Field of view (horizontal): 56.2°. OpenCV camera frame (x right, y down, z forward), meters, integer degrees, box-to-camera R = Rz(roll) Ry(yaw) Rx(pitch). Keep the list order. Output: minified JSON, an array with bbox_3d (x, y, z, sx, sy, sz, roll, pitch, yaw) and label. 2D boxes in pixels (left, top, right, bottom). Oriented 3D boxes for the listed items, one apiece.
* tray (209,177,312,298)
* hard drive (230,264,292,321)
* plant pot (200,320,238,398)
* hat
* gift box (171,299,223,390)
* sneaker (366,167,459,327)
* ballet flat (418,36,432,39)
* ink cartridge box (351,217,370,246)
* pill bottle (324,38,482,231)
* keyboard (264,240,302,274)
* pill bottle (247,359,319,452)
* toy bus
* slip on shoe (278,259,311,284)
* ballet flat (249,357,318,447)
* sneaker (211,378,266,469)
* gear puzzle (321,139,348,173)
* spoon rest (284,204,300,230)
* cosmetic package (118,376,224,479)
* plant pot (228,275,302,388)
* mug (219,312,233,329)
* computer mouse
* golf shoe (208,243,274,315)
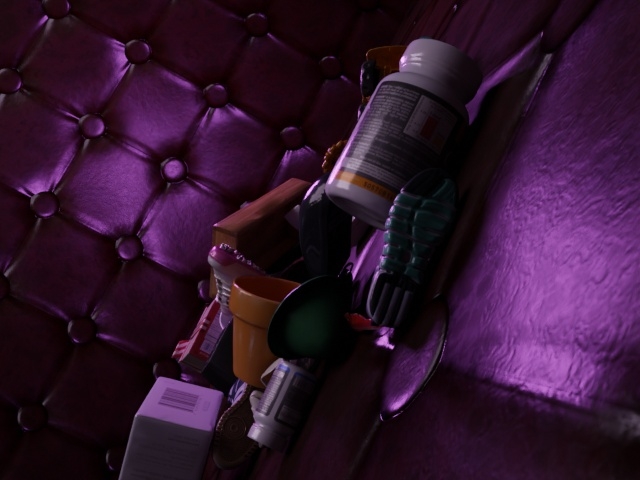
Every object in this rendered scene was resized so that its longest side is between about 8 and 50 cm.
[{"bbox_3d":[-0.153,-0.012,1.616,0.411,0.076,0.203,-42,-35,-57],"label":"tray"},{"bbox_3d":[-0.173,0.207,1.824,0.237,0.064,0.339,78,-147,-57],"label":"hard drive"},{"bbox_3d":[-0.202,0.314,1.553,0.187,0.167,0.188,-65,6,-29],"label":"plant pot"},{"bbox_3d":[0.031,0.170,0.950,0.173,0.183,0.208,-48,-38,-2],"label":"hat"},{"bbox_3d":[-0.363,0.382,2.127,0.276,0.255,0.258,-61,8,-25],"label":"gift box"},{"bbox_3d":[0.110,0.009,0.800,0.224,0.083,0.098,-64,2,-13],"label":"sneaker"},{"bbox_3d":[0.275,-0.474,1.636,0.073,0.080,0.232,85,-158,-44],"label":"ballet flat"},{"bbox_3d":[0.060,-0.067,1.342,0.099,0.056,0.135,-56,40,37],"label":"ink cartridge box"},{"bbox_3d":[0.135,-0.159,0.940,0.278,0.162,0.162,-62,7,-5],"label":"pill bottle"},{"bbox_3d":[0.000,-0.013,1.569,0.317,0.033,0.201,-38,-5,29],"label":"keyboard"},{"bbox_3d":[-0.064,0.280,1.012,0.137,0.078,0.078,-63,7,-17],"label":"pill bottle"},{"bbox_3d":[0.162,-0.272,1.295,0.211,0.149,0.220,71,-156,-72],"label":"toy bus"},{"bbox_3d":[-0.084,0.161,1.523,0.101,0.123,0.331,-51,7,38],"label":"slip on shoe"},{"bbox_3d":[-0.084,0.287,1.136,0.221,0.079,0.077,-61,9,9],"label":"ballet flat"},{"bbox_3d":[-0.169,0.384,1.306,0.153,0.099,0.282,-56,7,46],"label":"sneaker"},{"bbox_3d":[0.078,-0.194,1.435,0.175,0.044,0.339,-59,-18,20],"label":"gear puzzle"},{"bbox_3d":[-0.005,-0.058,1.716,0.137,0.084,0.276,-37,-11,23],"label":"spoon rest"},{"bbox_3d":[-0.349,0.556,1.285,0.230,0.161,0.453,-114,39,-82],"label":"cosmetic package"},{"bbox_3d":[-0.096,0.190,1.218,0.205,0.205,0.188,-107,30,-81],"label":"plant pot"},{"bbox_3d":[-0.221,0.268,1.950,0.150,0.169,0.113,-23,58,10],"label":"mug"},{"bbox_3d":[0.000,0.000,1.065,0.188,0.072,0.272,-34,-47,-54],"label":"computer mouse"},{"bbox_3d":[-0.188,0.108,1.365,0.140,0.115,0.306,-53,-25,-7],"label":"golf shoe"}]
